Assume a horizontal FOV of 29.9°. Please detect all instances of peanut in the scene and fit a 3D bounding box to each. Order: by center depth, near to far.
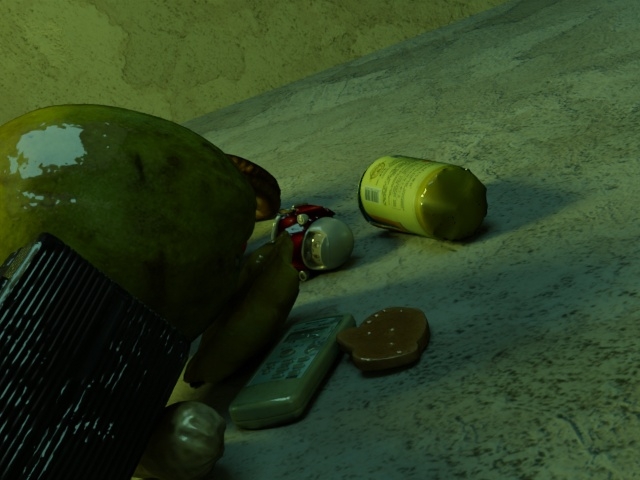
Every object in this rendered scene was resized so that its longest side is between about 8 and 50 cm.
[{"bbox_3d":[-0.176,0.229,1.348,0.214,0.099,0.099,-9,20,46],"label":"peanut"}]

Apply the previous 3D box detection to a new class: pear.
[{"bbox_3d":[-0.287,0.003,1.522,0.414,0.351,0.352,2,19,2],"label":"pear"}]

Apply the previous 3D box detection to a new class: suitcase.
[{"bbox_3d":[-0.293,0.181,1.223,0.152,0.230,0.335,-32,25,41],"label":"suitcase"}]

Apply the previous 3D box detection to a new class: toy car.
[{"bbox_3d":[0.000,0.000,1.856,0.112,0.112,0.139,11,23,34],"label":"toy car"}]

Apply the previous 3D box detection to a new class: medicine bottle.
[{"bbox_3d":[0.158,-0.064,1.826,0.124,0.124,0.239,-27,19,-18],"label":"medicine bottle"}]

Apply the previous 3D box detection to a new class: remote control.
[{"bbox_3d":[-0.032,0.159,1.497,0.098,0.038,0.233,-12,18,25],"label":"remote control"}]

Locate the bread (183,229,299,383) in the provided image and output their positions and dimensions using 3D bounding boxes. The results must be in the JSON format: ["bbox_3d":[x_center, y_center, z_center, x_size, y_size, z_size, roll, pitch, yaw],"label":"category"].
[{"bbox_3d":[-0.093,0.093,1.619,0.161,0.088,0.233,-43,15,37],"label":"bread"}]

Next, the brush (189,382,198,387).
[{"bbox_3d":[-0.153,0.177,1.629,0.024,0.008,0.083,-6,23,35],"label":"brush"}]

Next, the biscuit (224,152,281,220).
[{"bbox_3d":[-0.177,-0.097,2.196,0.221,0.220,0.066,-8,64,36],"label":"biscuit"}]

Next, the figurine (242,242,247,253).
[{"bbox_3d":[-0.300,-0.012,2.072,0.306,0.241,0.412,1,-11,-23],"label":"figurine"}]

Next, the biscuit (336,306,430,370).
[{"bbox_3d":[0.077,0.123,1.486,0.118,0.023,0.140,-4,24,22],"label":"biscuit"}]
